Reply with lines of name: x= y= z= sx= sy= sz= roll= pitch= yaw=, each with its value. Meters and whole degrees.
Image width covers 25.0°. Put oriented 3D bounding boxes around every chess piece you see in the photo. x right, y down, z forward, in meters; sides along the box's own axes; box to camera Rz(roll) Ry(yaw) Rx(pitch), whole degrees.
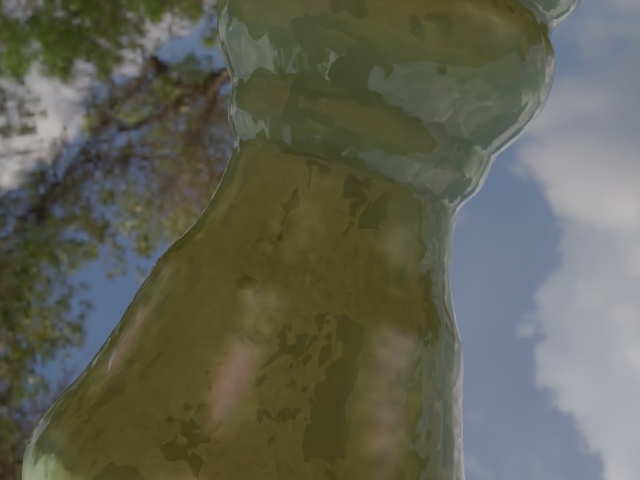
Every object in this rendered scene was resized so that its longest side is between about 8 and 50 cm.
chess piece: x=0.000 y=0.000 z=0.731 sx=0.234 sy=0.442 sz=0.234 roll=15 pitch=177 yaw=1
